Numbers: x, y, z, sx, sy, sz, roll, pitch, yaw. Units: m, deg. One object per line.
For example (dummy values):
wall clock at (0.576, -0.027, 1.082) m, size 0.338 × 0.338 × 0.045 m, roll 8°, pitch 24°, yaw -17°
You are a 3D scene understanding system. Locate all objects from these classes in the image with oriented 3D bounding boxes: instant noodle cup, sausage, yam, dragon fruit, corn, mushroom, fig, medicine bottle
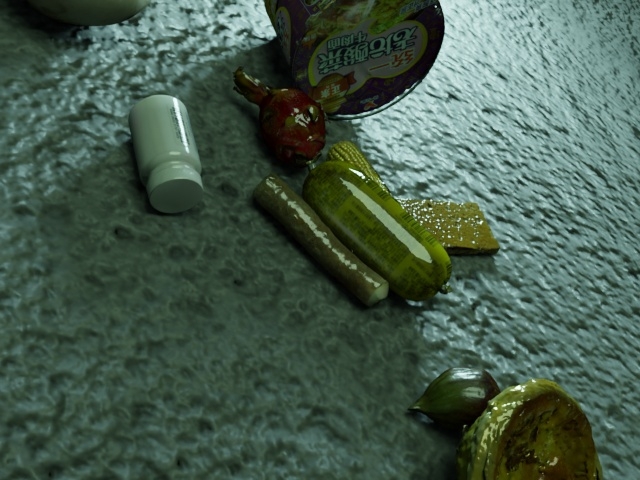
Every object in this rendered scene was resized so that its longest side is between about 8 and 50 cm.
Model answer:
instant noodle cup at (0.047, -0.457, 1.772) m, size 0.340 × 0.339 × 0.266 m, roll -1°, pitch 45°, yaw -33°
sausage at (0.096, -0.020, 1.537) m, size 0.347 × 0.123 × 0.123 m, roll 44°, pitch 43°, yaw 10°
yam at (0.000, 0.000, 1.501) m, size 0.300 × 0.066 × 0.066 m, roll 44°, pitch 43°, yaw 10°
dragon fruit at (-0.081, -0.243, 1.631) m, size 0.246 × 0.125 × 0.125 m, roll 41°, pitch 45°, yaw 16°
corn at (0.083, -0.104, 1.647) m, size 0.072 × 0.072 × 0.203 m, roll -17°, pitch 64°, yaw -41°
mushroom at (-0.419, -0.547, 1.560) m, size 0.298 × 0.290 × 0.297 m, roll 18°, pitch 46°, yaw -19°
fig at (0.212, 0.255, 1.391) m, size 0.155 × 0.109 × 0.103 m, roll -8°, pitch 76°, yaw -5°
medicine bottle at (-0.255, -0.144, 1.439) m, size 0.103 × 0.102 × 0.186 m, roll 3°, pitch 51°, yaw -31°

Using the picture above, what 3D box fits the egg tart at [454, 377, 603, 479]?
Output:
egg tart at (0.300, 0.350, 1.302) m, size 0.290 × 0.115 × 0.290 m, roll 2°, pitch 87°, yaw -34°

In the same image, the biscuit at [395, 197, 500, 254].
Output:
biscuit at (0.242, -0.026, 1.708) m, size 0.231 × 0.025 × 0.131 m, roll 2°, pitch 51°, yaw -30°
